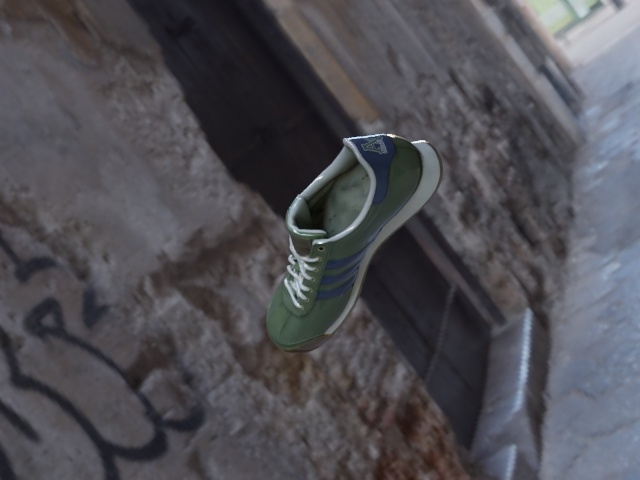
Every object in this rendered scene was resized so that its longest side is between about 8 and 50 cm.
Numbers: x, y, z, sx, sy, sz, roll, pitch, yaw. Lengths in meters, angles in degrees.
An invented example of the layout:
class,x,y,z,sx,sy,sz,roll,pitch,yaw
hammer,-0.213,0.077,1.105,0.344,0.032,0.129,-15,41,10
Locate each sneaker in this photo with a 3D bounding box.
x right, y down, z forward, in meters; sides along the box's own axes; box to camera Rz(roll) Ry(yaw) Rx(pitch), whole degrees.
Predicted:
class,x,y,z,sx,sy,sz,roll,pitch,yaw
sneaker,0.000,0.000,0.809,0.086,0.064,0.192,10,-57,-48
